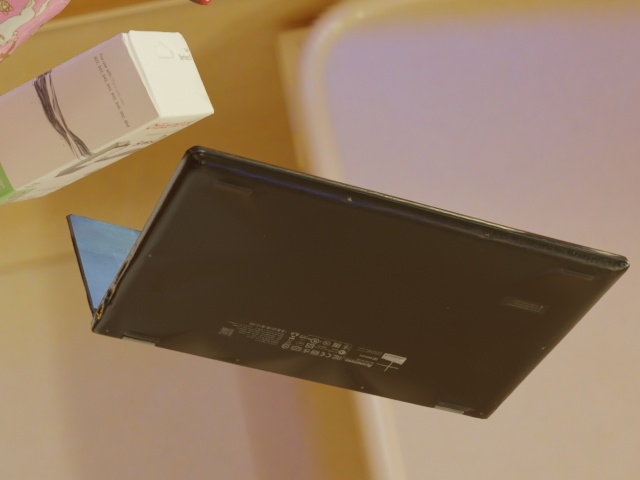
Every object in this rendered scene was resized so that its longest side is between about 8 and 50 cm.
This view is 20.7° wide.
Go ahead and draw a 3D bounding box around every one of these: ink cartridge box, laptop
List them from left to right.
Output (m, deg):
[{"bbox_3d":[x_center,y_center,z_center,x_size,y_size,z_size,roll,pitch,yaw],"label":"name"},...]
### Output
[{"bbox_3d":[-0.294,-0.148,2.148,0.115,0.273,0.198,66,17,1],"label":"ink cartridge box"},{"bbox_3d":[0.000,0.000,1.575,0.408,0.382,0.236,125,-28,-48],"label":"laptop"}]

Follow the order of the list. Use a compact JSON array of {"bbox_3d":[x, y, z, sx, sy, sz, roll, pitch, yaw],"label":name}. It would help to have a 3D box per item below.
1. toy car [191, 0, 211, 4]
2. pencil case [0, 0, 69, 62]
[{"bbox_3d":[-0.189,-0.446,2.331,0.225,0.053,0.239,41,39,-11],"label":"toy car"},{"bbox_3d":[-0.334,-0.283,1.877,0.167,0.386,0.160,40,14,-50],"label":"pencil case"}]
